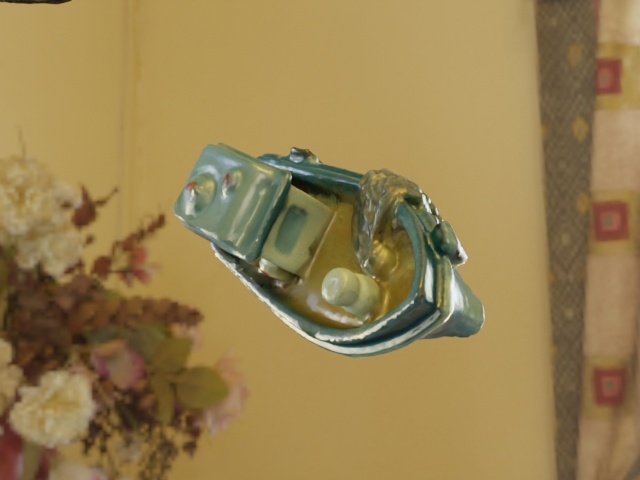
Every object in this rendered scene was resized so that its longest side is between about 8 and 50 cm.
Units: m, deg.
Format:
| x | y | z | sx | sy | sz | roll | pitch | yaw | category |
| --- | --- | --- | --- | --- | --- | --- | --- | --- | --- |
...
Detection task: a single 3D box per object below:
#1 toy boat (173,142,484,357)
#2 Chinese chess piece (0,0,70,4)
| x | y | z | sx | sy | sz | roll | pitch | yaw | category |
| --- | --- | --- | --- | --- | --- | --- | --- | --- | --- |
| 0.000 | 0.000 | 0.679 | 0.098 | 0.109 | 0.238 | 29 | -1 | -38 | toy boat |
| -0.165 | -0.261 | 0.807 | 0.250 | 0.103 | 0.250 | -21 | -10 | -4 | Chinese chess piece |
